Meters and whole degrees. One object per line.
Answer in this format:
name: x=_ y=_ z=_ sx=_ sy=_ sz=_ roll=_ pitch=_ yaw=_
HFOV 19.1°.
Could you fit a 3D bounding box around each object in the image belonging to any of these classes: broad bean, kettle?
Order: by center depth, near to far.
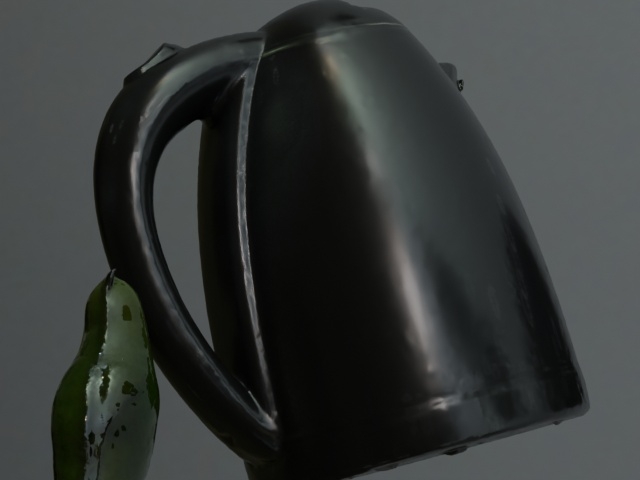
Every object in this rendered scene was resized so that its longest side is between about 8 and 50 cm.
broad bean: x=-0.100 y=0.111 z=0.789 sx=0.046 sy=0.061 sz=0.195 roll=-12 pitch=-129 yaw=61
kettle: x=0.000 y=0.000 z=1.137 sx=0.207 sy=0.268 sz=0.290 roll=-25 pitch=-102 yaw=59
